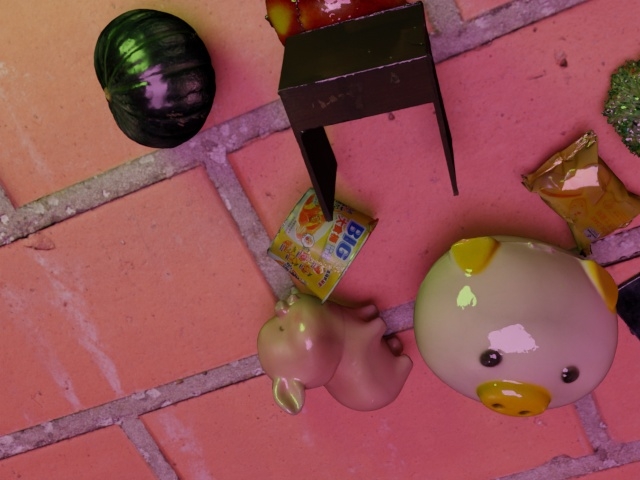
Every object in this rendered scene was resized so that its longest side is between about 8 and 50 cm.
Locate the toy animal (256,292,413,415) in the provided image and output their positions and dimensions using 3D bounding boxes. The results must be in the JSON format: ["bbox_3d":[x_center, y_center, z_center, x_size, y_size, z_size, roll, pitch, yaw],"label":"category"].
[{"bbox_3d":[0.023,0.236,1.535,0.269,0.237,0.326,-38,111,0],"label":"toy animal"}]

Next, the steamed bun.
[{"bbox_3d":[0.363,0.154,1.395,0.374,0.334,0.334,10,116,-3],"label":"steamed bun"}]

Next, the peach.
[{"bbox_3d":[0.035,-0.393,1.313,0.279,0.068,0.189,3,117,6],"label":"peach"}]

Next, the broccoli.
[{"bbox_3d":[0.593,-0.222,1.252,0.220,0.194,0.194,-4,115,15],"label":"broccoli"}]

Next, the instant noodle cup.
[{"bbox_3d":[0.000,0.000,1.443,0.153,0.205,0.205,35,115,3],"label":"instant noodle cup"}]

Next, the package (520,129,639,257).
[{"bbox_3d":[0.495,-0.084,1.384,0.168,0.090,0.226,-40,107,24],"label":"package"}]

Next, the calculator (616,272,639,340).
[{"bbox_3d":[0.713,0.159,1.510,0.161,0.021,0.261,-35,106,21],"label":"calculator"}]

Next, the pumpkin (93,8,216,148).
[{"bbox_3d":[-0.291,-0.289,1.339,0.250,0.216,0.250,16,116,36],"label":"pumpkin"}]

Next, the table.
[{"bbox_3d":[0.091,-0.217,1.291,0.251,0.196,0.282,-12,129,12],"label":"table"}]
